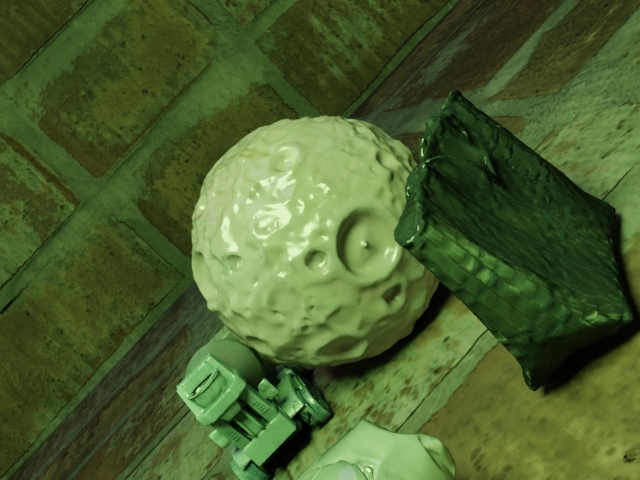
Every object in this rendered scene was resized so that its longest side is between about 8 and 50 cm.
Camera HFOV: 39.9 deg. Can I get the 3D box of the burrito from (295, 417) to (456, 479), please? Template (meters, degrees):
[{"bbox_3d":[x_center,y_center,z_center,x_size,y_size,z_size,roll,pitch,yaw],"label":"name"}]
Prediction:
[{"bbox_3d":[-0.071,0.294,0.516,0.445,0.101,0.139,-51,17,-22],"label":"burrito"}]

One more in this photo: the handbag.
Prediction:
[{"bbox_3d":[0.134,-0.014,0.644,0.089,0.175,0.270,-42,10,28],"label":"handbag"}]

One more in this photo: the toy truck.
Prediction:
[{"bbox_3d":[-0.082,0.152,0.935,0.108,0.140,0.256,-46,11,2],"label":"toy truck"}]

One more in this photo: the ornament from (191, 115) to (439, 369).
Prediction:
[{"bbox_3d":[0.000,0.000,0.875,0.259,0.259,0.225,-49,18,-14],"label":"ornament"}]
